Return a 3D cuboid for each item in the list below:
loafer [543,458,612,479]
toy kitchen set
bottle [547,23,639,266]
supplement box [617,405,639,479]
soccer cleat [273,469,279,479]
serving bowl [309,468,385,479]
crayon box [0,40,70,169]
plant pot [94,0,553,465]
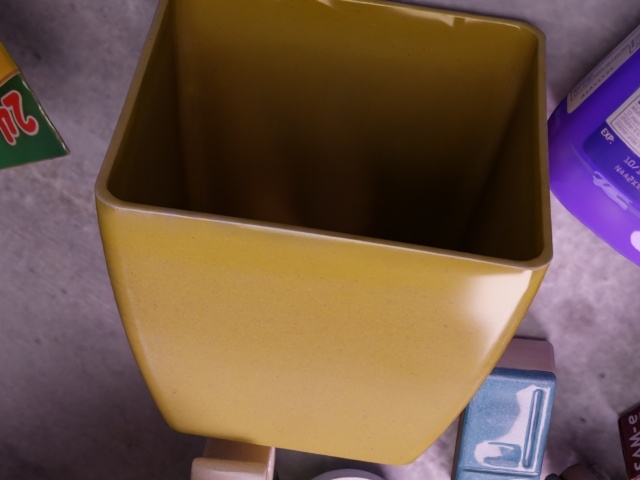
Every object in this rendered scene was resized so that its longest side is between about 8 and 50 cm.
[{"bbox_3d":[0.228,0.232,0.987,0.084,0.096,0.267,-31,120,-2],"label":"loafer"},{"bbox_3d":[0.033,0.145,0.901,0.207,0.166,0.122,5,120,2],"label":"toy kitchen set"},{"bbox_3d":[0.243,-0.105,0.780,0.118,0.092,0.283,36,120,-14],"label":"bottle"},{"bbox_3d":[0.316,0.107,0.910,0.239,0.073,0.130,-36,110,20],"label":"supplement box"},{"bbox_3d":[-0.094,0.259,1.014,0.121,0.093,0.289,12,119,1],"label":"soccer cleat"},{"bbox_3d":[0.016,0.183,0.998,0.083,0.027,0.083,-2,119,-4],"label":"serving bowl"},{"bbox_3d":[-0.289,-0.142,0.771,0.202,0.081,0.318,-7,123,46],"label":"crayon box"},{"bbox_3d":[0.000,0.000,0.817,0.212,0.212,0.187,9,131,0],"label":"plant pot"}]
